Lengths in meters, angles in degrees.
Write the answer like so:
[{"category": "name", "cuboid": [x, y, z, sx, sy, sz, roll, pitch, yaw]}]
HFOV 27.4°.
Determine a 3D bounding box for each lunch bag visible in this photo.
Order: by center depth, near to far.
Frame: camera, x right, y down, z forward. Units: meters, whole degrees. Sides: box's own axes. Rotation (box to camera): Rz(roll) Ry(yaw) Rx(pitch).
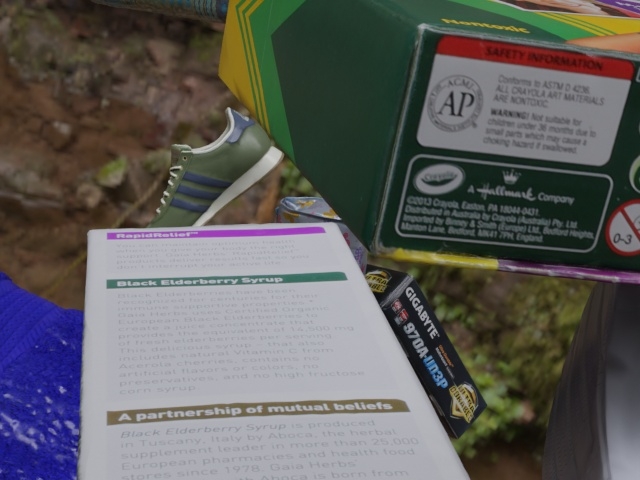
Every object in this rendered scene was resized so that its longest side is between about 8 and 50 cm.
[{"category": "lunch bag", "cuboid": [0.000, 0.000, 1.166, 0.083, 0.071, 0.053, 9, 21, 12]}]

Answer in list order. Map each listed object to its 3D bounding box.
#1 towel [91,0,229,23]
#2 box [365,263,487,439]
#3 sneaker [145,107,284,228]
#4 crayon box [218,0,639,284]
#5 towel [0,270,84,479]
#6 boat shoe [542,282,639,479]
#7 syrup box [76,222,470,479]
[{"category": "towel", "cuboid": [-0.080, -0.293, 0.954, 0.040, 0.271, 0.370, 15, 5, -32]}, {"category": "box", "cuboid": [0.040, 0.095, 1.288, 0.051, 0.175, 0.220, -45, 31, -24]}, {"category": "sneaker", "cuboid": [-0.137, -0.063, 1.389, 0.086, 0.192, 0.064, 52, -4, -15]}, {"category": "crayon box", "cuboid": [0.157, -0.076, 0.687, 0.363, 0.106, 0.313, 5, 20, -18]}, {"category": "towel", "cuboid": [-0.180, 0.098, 0.698, 0.308, 0.076, 0.228, 25, 39, 4]}, {"category": "boat shoe", "cuboid": [0.184, 0.121, 0.658, 0.119, 0.121, 0.335, 16, 32, 1]}, {"category": "syrup box", "cuboid": [-0.020, 0.074, 0.381, 0.096, 0.093, 0.237, -2, 19, -8]}]
